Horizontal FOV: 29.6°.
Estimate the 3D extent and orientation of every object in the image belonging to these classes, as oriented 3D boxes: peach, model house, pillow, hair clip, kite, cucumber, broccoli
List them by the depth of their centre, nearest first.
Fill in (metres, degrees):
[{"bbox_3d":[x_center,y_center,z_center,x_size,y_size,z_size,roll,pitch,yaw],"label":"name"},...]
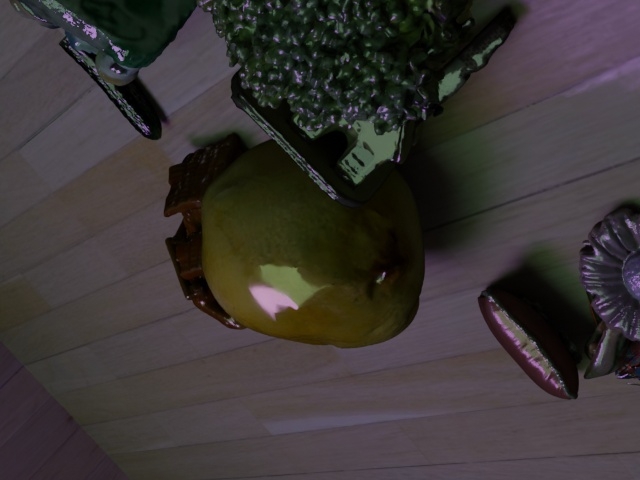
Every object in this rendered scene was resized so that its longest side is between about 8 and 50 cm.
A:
[{"bbox_3d":[0.029,-0.285,1.211,0.334,0.272,0.324,24,147,13],"label":"broccoli"},{"bbox_3d":[0.074,-0.218,1.393,0.218,0.205,0.278,43,120,-4],"label":"model house"},{"bbox_3d":[0.374,0.085,1.467,0.173,0.069,0.300,33,144,16],"label":"hair clip"},{"bbox_3d":[0.428,0.141,1.549,0.241,0.014,0.183,35,146,12],"label":"kite"},{"bbox_3d":[-0.007,-0.002,1.604,0.314,0.282,0.315,15,178,-7],"label":"peach"},{"bbox_3d":[0.281,0.130,1.611,0.179,0.075,0.171,48,-177,5],"label":"pillow"},{"bbox_3d":[-0.335,-0.330,1.641,0.267,0.194,0.325,34,160,-17],"label":"model house"},{"bbox_3d":[-0.157,-0.019,1.851,0.219,0.199,0.229,18,147,15],"label":"model house"},{"bbox_3d":[-0.317,-0.241,1.878,0.052,0.058,0.215,-33,109,23],"label":"cucumber"}]
